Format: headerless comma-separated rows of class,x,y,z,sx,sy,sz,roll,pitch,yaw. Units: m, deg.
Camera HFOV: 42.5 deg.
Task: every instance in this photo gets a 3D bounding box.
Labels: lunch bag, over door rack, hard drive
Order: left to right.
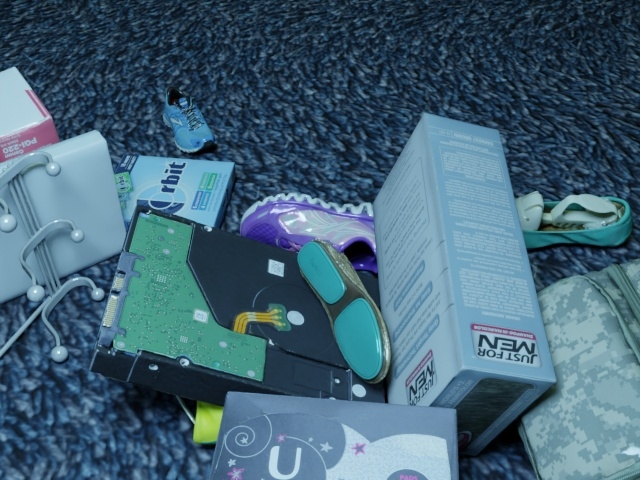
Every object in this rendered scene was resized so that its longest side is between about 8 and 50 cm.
over door rack,-0.403,0.076,0.983,0.108,0.239,0.324,20,46,28
hard drive,-0.418,-0.008,1.095,0.308,0.203,0.040,-25,49,-25
hard drive,-0.088,0.098,1.002,0.339,0.064,0.236,18,40,-15
lunch bag,0.341,0.182,0.907,0.256,0.212,0.305,-17,42,7

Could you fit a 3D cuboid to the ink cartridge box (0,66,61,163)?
ink cartridge box,-0.428,-0.114,1.198,0.092,0.217,0.158,-28,49,-20

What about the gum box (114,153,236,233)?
gum box,-0.237,-0.067,1.278,0.185,0.041,0.157,5,43,6

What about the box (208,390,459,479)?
box,0.013,0.266,0.848,0.247,0.142,0.163,3,43,4

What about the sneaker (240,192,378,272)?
sneaker,0.000,0.000,1.177,0.237,0.095,0.104,3,51,2

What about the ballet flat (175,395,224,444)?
ballet flat,-0.149,0.155,1.022,0.077,0.077,0.231,-22,47,-1

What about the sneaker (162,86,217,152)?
sneaker,-0.231,-0.208,1.406,0.063,0.073,0.162,-23,48,-24

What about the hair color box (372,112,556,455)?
hair color box,0.156,0.045,0.998,0.114,0.185,0.374,11,49,-14

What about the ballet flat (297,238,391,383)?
ballet flat,0.042,0.082,1.000,0.067,0.073,0.206,18,38,-51

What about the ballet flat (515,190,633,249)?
ballet flat,0.340,-0.036,1.215,0.247,0.087,0.083,-1,43,-1
